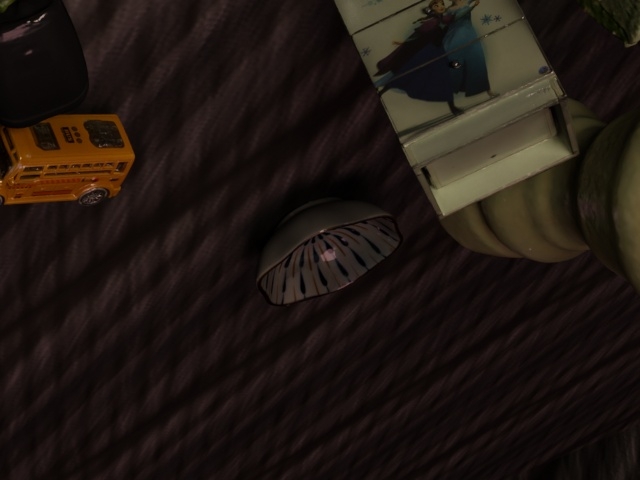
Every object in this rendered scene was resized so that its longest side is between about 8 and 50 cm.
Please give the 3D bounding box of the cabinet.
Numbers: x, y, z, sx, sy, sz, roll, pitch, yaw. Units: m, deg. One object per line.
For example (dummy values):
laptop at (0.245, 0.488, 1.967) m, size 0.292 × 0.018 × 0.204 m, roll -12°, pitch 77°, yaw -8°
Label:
cabinet at (0.119, -0.156, 1.390) m, size 0.145 × 0.206 × 0.150 m, roll -25°, pitch 156°, yaw 5°

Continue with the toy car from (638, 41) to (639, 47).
toy car at (0.398, -0.246, 1.512) m, size 0.248 × 0.200 × 0.142 m, roll -19°, pitch -177°, yaw -20°

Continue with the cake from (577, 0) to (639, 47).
cake at (0.189, -0.251, 1.218) m, size 0.099 × 0.235 × 0.100 m, roll -52°, pitch 162°, yaw -26°

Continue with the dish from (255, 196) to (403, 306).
dish at (0.000, 0.000, 1.785) m, size 0.190 × 0.066 × 0.191 m, roll -22°, pitch 157°, yaw -10°

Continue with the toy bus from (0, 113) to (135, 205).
toy bus at (-0.253, -0.074, 1.393) m, size 0.162 × 0.069 × 0.074 m, roll -5°, pitch 150°, yaw -38°

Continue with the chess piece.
chess piece at (0.290, -0.054, 1.517) m, size 0.234 × 0.234 × 0.442 m, roll -11°, pitch -167°, yaw -27°

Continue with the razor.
razor at (-0.239, -0.149, 1.270) m, size 0.090 × 0.054 × 0.148 m, roll -23°, pitch 157°, yaw -11°

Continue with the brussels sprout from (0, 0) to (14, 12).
brussels sprout at (-0.245, -0.231, 1.021) m, size 0.149 × 0.122 × 0.151 m, roll -40°, pitch 117°, yaw 21°
